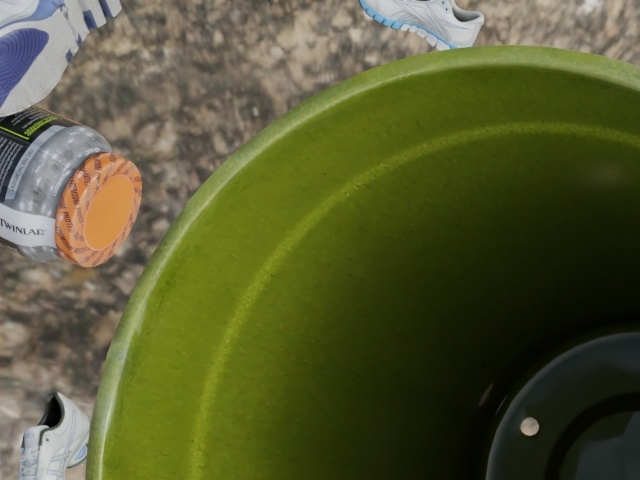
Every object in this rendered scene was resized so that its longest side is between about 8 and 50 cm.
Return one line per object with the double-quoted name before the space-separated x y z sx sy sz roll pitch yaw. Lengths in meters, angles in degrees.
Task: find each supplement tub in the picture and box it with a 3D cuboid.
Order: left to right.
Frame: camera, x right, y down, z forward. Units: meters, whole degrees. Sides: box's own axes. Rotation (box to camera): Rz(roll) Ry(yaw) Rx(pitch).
"supplement tub" -0.410 -0.090 1.608 0.316 0.193 0.193 23 78 21

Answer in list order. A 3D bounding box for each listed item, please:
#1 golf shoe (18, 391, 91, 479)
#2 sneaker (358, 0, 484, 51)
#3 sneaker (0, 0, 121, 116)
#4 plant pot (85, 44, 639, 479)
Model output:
"golf shoe" -0.297 0.237 1.260 0.069 0.086 0.176 -10 36 22
"sneaker" 0.142 -0.330 1.683 0.191 0.083 0.071 21 44 -14
"sneaker" -0.401 -0.297 1.570 0.182 0.127 0.315 20 54 26
"plant pot" 0.132 0.131 0.641 0.366 0.353 0.366 -8 74 28
